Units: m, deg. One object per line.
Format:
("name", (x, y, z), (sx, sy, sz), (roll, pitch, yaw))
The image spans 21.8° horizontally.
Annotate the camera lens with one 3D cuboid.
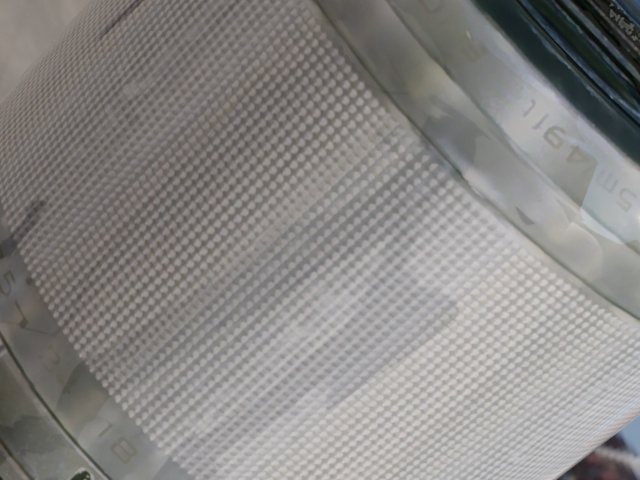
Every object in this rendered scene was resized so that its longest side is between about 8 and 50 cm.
("camera lens", (0.000, 0.000, 0.553), (0.219, 0.274, 0.219), (37, 26, -21))
